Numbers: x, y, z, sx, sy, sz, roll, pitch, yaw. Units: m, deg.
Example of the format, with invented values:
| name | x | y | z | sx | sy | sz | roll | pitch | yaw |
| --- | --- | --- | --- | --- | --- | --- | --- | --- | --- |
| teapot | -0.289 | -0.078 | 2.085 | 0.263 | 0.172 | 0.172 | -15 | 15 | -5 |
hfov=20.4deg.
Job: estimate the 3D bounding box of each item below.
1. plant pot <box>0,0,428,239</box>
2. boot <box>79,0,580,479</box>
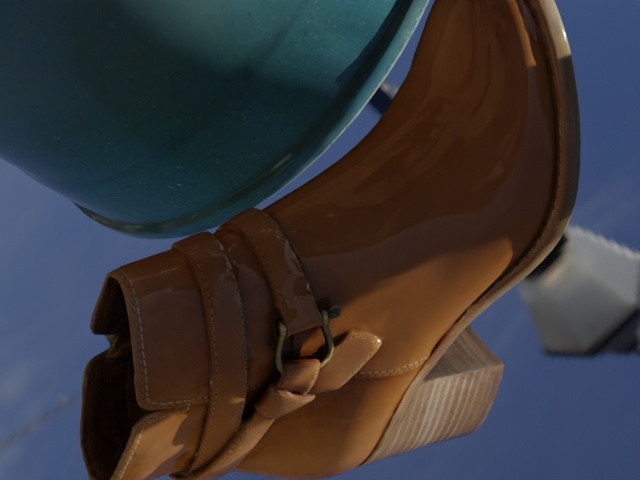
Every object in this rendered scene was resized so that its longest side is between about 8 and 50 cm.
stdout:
| name | x | y | z | sx | sy | sz | roll | pitch | yaw |
| --- | --- | --- | --- | --- | --- | --- | --- | --- | --- |
| plant pot | -0.124 | -0.169 | 0.715 | 0.271 | 0.255 | 0.271 | -24 | -126 | 39 |
| boot | 0.000 | 0.000 | 0.590 | 0.073 | 0.152 | 0.197 | 41 | -50 | 51 |
